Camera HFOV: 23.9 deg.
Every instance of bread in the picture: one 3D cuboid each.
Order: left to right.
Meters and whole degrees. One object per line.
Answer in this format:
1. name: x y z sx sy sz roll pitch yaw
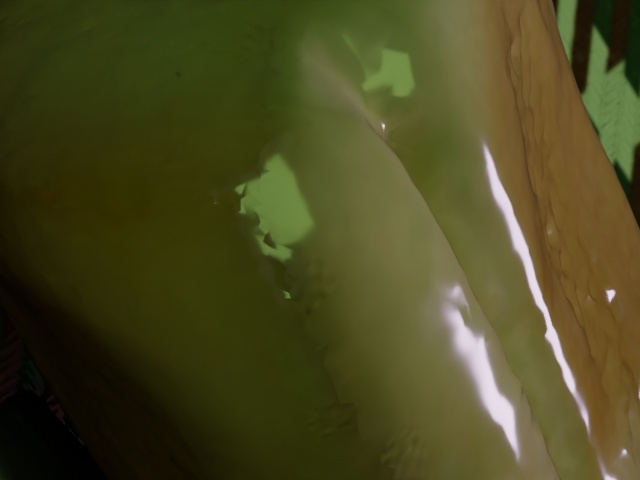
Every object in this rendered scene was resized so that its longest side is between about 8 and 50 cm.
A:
1. bread: 0.000 0.000 0.700 0.376 0.253 0.348 64 35 -35

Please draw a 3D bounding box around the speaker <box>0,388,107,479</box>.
1. speaker: -0.119 0.268 0.798 0.329 0.198 0.259 45 97 -1
